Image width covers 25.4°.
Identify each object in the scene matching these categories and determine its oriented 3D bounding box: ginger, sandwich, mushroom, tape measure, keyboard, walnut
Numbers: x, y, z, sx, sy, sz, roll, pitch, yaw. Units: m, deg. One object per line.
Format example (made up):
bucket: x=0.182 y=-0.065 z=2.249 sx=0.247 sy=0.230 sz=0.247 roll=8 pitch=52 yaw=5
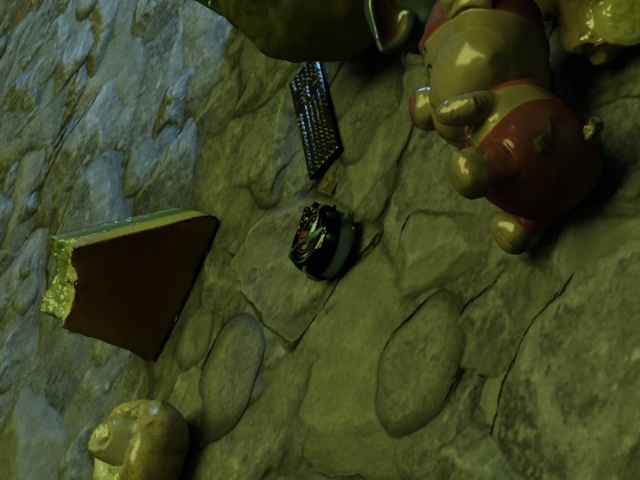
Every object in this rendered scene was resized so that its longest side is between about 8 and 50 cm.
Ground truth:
ginger: x=0.265 y=-0.251 z=1.400 sx=0.137 sy=0.074 sz=0.213 roll=-51 pitch=26 yaw=6
sandwich: x=-0.269 y=0.029 z=1.922 sx=0.108 sy=0.186 sz=0.220 roll=24 pitch=88 yaw=58
mushroom: x=-0.225 y=0.261 z=1.749 sx=0.148 sy=0.112 sz=0.148 roll=-31 pitch=41 yaw=31
tape measure: x=0.000 y=0.001 z=1.644 sx=0.091 sy=0.054 sz=0.094 roll=-67 pitch=23 yaw=-2
keyboard: x=-0.008 y=-0.161 z=1.821 sx=0.061 sy=0.013 sz=0.204 roll=-46 pitch=34 yaw=28
walnut: x=-0.009 y=-0.364 z=1.732 sx=0.277 sy=0.253 sz=0.282 roll=-59 pitch=33 yaw=22

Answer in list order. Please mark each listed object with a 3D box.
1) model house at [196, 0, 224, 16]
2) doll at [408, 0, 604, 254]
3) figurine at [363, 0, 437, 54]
model house: x=-0.182 y=-0.541 z=2.038 sx=0.242 sy=0.358 sz=0.313 roll=-16 pitch=56 yaw=55
doll: x=0.166 y=-0.128 z=1.355 sx=0.196 sy=0.152 sz=0.256 roll=102 pitch=159 yaw=-56
figurine: x=0.089 y=-0.317 z=1.515 sx=0.140 sy=0.265 sz=0.193 roll=-32 pitch=-4 yaw=20
